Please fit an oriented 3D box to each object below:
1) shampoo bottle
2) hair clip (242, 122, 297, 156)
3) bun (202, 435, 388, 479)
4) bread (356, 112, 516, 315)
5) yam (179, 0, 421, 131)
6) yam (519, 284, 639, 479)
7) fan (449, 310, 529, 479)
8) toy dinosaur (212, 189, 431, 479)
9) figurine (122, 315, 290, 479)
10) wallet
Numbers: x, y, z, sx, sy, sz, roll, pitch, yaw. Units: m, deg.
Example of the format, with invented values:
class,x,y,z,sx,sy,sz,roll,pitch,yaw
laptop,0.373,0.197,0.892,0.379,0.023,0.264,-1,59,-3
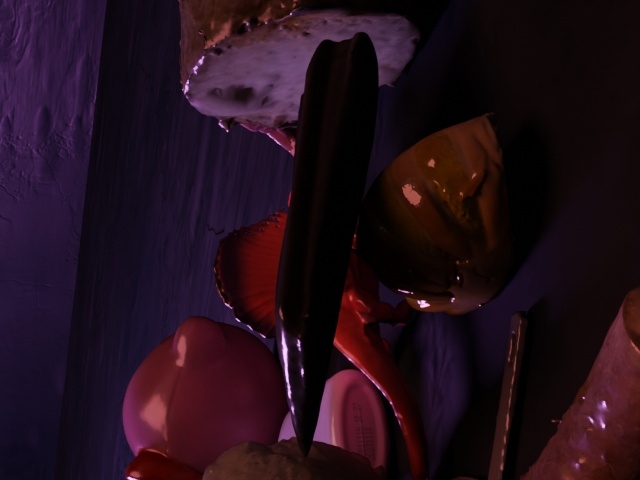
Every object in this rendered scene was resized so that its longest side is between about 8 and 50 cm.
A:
class,x,y,z,sx,sy,sz,roll,pitch,yaw
shampoo bottle,-0.003,0.183,0.920,0.221,0.051,0.108,133,134,-61
hair clip,-0.048,-0.115,0.974,0.123,0.138,0.102,-126,37,-51
bun,0.004,0.220,0.747,0.204,0.126,0.212,63,167,0
bread,0.070,-0.011,0.681,0.157,0.094,0.083,122,151,-47
yam,-0.025,-0.247,0.848,0.195,0.195,0.300,130,138,-61
yam,0.115,0.141,0.547,0.066,0.066,0.300,-109,34,-48
fan,0.094,0.214,0.698,0.223,0.012,0.294,134,135,-64
toy dinosaur,-0.006,0.054,0.802,0.070,0.138,0.286,115,153,-44
figurine,-0.108,0.162,1.064,0.173,0.173,0.173,-177,90,-71
wallet,0.000,0.000,0.711,0.169,0.052,0.245,90,-172,-51
